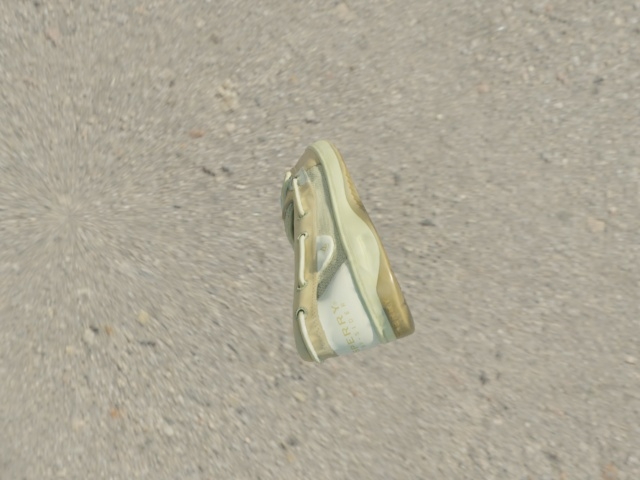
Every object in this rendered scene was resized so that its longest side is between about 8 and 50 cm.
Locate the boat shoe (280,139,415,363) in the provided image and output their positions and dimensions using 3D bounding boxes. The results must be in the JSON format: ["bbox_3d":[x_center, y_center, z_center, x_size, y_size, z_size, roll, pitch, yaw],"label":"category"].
[{"bbox_3d":[0.001,0.002,0.526,0.048,0.153,0.056,-24,122,2],"label":"boat shoe"}]
